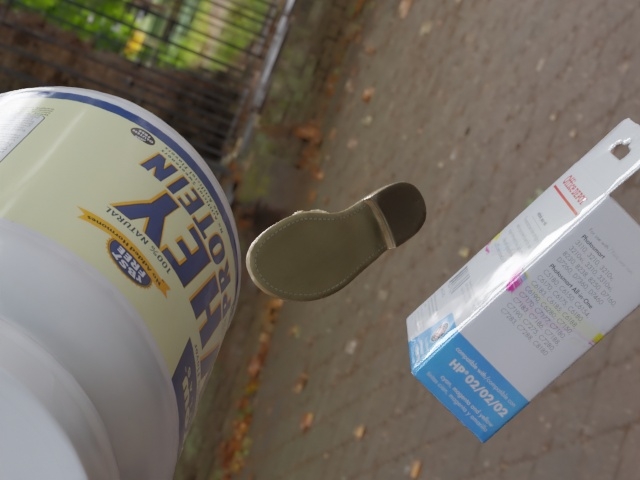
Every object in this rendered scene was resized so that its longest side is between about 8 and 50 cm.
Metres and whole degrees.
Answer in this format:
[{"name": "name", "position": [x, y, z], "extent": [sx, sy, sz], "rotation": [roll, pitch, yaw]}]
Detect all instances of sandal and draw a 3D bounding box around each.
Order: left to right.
[{"name": "sandal", "position": [0.002, 0.006, 1.320], "extent": [0.240, 0.088, 0.079], "rotation": [-25, 5, -38]}]

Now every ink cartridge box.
[{"name": "ink cartridge box", "position": [0.135, 0.019, 0.734], "extent": [0.181, 0.061, 0.104], "rotation": [-44, 9, 11]}]

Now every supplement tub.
[{"name": "supplement tub", "position": [-0.182, 0.062, 0.741], "extent": [0.325, 0.235, 0.235], "rotation": [-76, 10, -66]}]
